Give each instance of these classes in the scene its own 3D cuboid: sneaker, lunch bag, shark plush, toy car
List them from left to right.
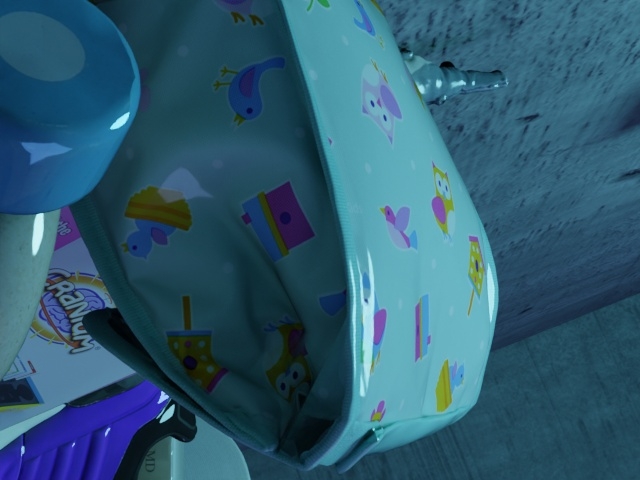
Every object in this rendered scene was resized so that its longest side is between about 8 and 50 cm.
[{"bbox_3d":[-0.209,-0.055,0.513,0.238,0.210,0.219,15,137,-22],"label":"toy car"},{"bbox_3d":[-0.202,0.174,1.003,0.293,0.146,0.102,-36,-162,-21],"label":"sneaker"},{"bbox_3d":[-0.018,-0.015,0.710,0.160,0.262,0.223,-26,168,16],"label":"lunch bag"},{"bbox_3d":[0.050,-0.087,0.983,0.161,0.067,0.073,-13,165,-36],"label":"shark plush"}]

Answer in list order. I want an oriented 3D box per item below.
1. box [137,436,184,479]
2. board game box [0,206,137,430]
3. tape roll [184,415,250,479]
[{"bbox_3d":[-0.272,0.196,1.233,0.311,0.148,0.121,-2,166,-2],"label":"box"},{"bbox_3d":[-0.249,0.043,0.832,0.316,0.064,0.242,-23,146,4],"label":"board game box"},{"bbox_3d":[-0.256,0.264,1.370,0.392,0.072,0.392,0,-152,0],"label":"tape roll"}]
